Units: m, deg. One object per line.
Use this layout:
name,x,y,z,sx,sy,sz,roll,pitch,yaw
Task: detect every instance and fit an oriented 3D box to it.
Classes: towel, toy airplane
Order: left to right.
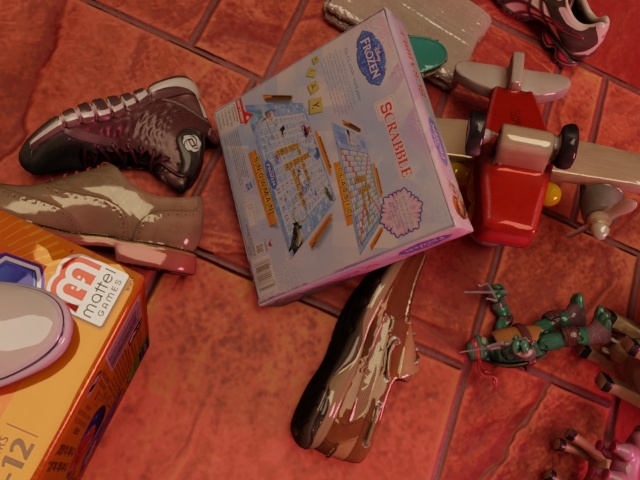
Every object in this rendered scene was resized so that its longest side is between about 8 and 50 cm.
towel,0.157,-0.404,1.180,0.282,0.049,0.187,31,68,-3
toy airplane,0.283,-0.124,1.027,0.384,0.273,0.386,-18,40,-29

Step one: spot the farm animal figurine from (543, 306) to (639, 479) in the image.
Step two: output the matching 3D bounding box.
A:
farm animal figurine,0.483,0.238,0.948,0.172,0.330,0.327,27,36,-6

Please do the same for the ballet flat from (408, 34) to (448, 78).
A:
ballet flat,0.093,-0.293,1.102,0.240,0.077,0.091,-11,82,-12

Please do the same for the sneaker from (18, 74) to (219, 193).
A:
sneaker,-0.272,-0.123,0.948,0.281,0.106,0.163,-29,83,-22

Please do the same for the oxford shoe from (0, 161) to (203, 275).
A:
oxford shoe,-0.330,-0.048,0.888,0.348,0.123,0.130,15,82,-19

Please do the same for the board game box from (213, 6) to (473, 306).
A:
board game box,0.015,-0.105,0.919,0.066,0.318,0.319,9,63,-57

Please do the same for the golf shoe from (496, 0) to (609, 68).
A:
golf shoe,0.427,-0.458,1.226,0.105,0.120,0.273,-41,83,-21

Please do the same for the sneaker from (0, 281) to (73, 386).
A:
sneaker,-0.323,0.070,0.484,0.258,0.091,0.094,-3,72,-15

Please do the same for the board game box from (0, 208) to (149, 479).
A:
board game box,-0.421,0.162,0.673,0.356,0.356,0.356,25,67,-4

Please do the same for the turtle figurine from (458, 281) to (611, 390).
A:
turtle figurine,0.305,0.138,0.994,0.234,0.118,0.175,-9,32,-5

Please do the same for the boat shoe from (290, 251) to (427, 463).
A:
boat shoe,0.077,0.161,0.934,0.120,0.122,0.324,30,75,-8
